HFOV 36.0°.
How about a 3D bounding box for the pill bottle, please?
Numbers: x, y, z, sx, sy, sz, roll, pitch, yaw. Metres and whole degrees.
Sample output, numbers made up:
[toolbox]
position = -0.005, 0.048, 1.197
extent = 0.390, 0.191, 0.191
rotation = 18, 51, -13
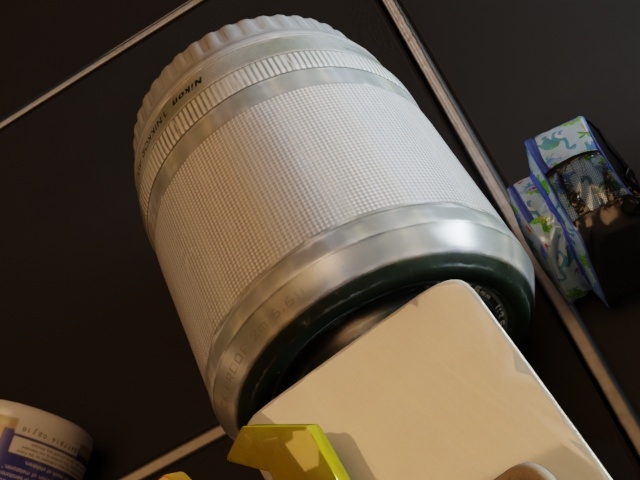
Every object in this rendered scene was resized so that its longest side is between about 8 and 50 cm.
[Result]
[pill bottle]
position = -0.256, 0.225, 0.755
extent = 0.112, 0.112, 0.186
rotation = -2, 60, 29

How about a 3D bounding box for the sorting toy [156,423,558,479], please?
[sorting toy]
position = 0.047, 0.211, 0.462
extent = 0.229, 0.041, 0.307
rotation = -39, 70, 12

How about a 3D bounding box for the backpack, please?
[backpack]
position = 0.177, -0.022, 0.673
extent = 0.084, 0.105, 0.114
rotation = -25, 46, 13

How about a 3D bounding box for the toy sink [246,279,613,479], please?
[toy sink]
position = 0.090, 0.163, 0.549
extent = 0.153, 0.131, 0.234
rotation = -37, 71, 5

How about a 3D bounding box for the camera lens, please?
[camera lens]
position = 0.000, 0.000, 0.683
extent = 0.219, 0.219, 0.274
rotation = -34, 50, 7
